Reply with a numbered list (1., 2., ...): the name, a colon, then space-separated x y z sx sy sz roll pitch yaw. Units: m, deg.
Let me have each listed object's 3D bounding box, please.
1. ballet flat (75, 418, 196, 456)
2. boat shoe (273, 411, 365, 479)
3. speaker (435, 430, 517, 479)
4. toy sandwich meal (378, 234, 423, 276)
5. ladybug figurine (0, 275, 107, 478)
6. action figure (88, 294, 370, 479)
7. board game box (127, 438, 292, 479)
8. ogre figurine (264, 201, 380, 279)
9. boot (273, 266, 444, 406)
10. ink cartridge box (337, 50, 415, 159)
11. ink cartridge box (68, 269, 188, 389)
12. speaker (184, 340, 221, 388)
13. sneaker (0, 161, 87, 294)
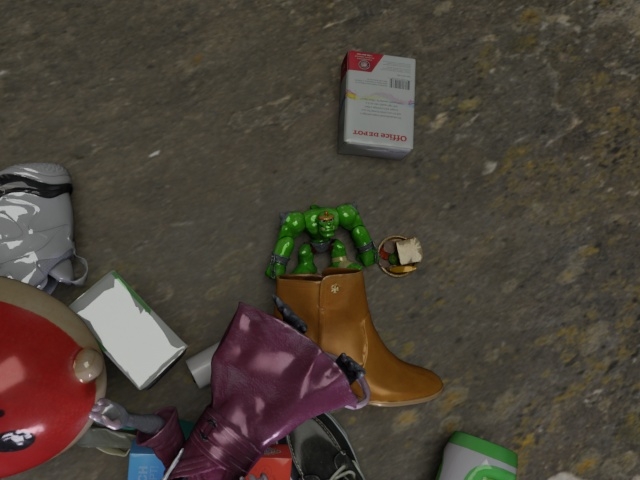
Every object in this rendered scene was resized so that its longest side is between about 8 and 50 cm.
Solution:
1. ballet flat: -0.284 0.313 1.110 0.213 0.072 0.068 13 105 -7
2. boat shoe: 0.029 0.394 1.116 0.121 0.119 0.335 -31 86 -14
3. speaker: 0.223 0.470 1.135 0.131 0.131 0.296 23 77 -6
4. toy sandwich meal: 0.143 0.026 1.251 0.086 0.029 0.085 2 79 -10
5. ladybug figurine: -0.496 0.201 0.940 0.449 0.162 0.305 -14 106 19
6. action figure: -0.130 0.261 0.976 0.248 0.276 0.370 37 83 20
7. board game box: -0.177 0.467 1.058 0.242 0.064 0.316 4 92 -10
8. ogre figurine: 0.000 0.000 1.201 0.197 0.097 0.118 -6 99 4
9. boot: 0.067 0.152 1.147 0.295 0.104 0.211 4 102 -3
10. ink cartridge box: 0.100 -0.242 1.269 0.127 0.072 0.175 5 79 -10
11. ink cartridge box: -0.285 0.142 1.057 0.154 0.212 0.093 46 72 1
12. speaker: -0.152 0.189 1.153 0.136 0.055 0.055 -28 86 -14
13. sneaker: -0.543 0.022 1.068 0.366 0.137 0.210 -18 81 -16
